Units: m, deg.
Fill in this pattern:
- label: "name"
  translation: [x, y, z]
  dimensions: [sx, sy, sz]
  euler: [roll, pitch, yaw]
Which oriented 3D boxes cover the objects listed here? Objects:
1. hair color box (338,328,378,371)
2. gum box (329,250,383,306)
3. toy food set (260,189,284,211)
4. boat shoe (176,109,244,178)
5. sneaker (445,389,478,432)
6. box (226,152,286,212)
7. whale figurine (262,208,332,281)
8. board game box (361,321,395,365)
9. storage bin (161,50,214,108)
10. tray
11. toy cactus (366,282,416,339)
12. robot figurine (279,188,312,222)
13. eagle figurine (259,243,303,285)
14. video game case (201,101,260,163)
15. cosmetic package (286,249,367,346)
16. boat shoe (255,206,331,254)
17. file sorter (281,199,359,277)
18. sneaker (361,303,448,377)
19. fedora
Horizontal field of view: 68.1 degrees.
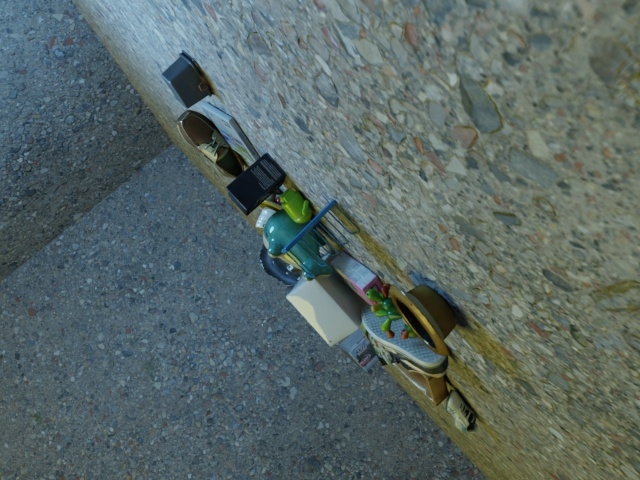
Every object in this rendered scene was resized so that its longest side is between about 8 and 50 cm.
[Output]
- label: "hair color box"
  translation: [0.206, 0.478, 2.183]
  dimensions: [0.113, 0.185, 0.374]
  euler: [48, 171, 3]
- label: "gum box"
  translation: [0.122, 0.122, 1.459]
  dimensions: [0.188, 0.062, 0.107]
  euler: [38, 167, 49]
- label: "toy food set"
  translation: [-0.151, -0.139, 1.662]
  dimensions: [0.128, 0.071, 0.218]
  euler: [23, 171, 3]
- label: "boat shoe"
  translation: [-0.381, -0.343, 1.731]
  dimensions: [0.120, 0.122, 0.324]
  euler: [32, 171, 42]
- label: "sneaker"
  translation: [0.515, 0.620, 1.719]
  dimensions: [0.086, 0.085, 0.237]
  euler: [3, 137, 39]
- label: "box"
  translation: [-0.194, -0.165, 1.426]
  dimensions: [0.093, 0.158, 0.156]
  euler: [48, 172, -3]
- label: "whale figurine"
  translation: [-0.063, 0.003, 1.478]
  dimensions: [0.272, 0.216, 0.141]
  euler: [52, 137, 34]
- label: "board game box"
  translation: [0.201, 0.328, 1.731]
  dimensions: [0.259, 0.030, 0.136]
  euler: [63, 156, 10]
- label: "storage bin"
  translation: [-0.369, -0.435, 1.315]
  dimensions: [0.098, 0.091, 0.135]
  euler: [43, 171, 27]
- label: "tray"
  translation: [0.302, 0.420, 1.791]
  dimensions: [0.411, 0.076, 0.203]
  euler: [40, 161, 46]
- label: "toy cactus"
  translation: [0.222, 0.196, 1.276]
  dimensions: [0.180, 0.112, 0.219]
  euler: [-2, 129, 54]
- label: "robot figurine"
  translation: [-0.070, -0.099, 1.410]
  dimensions: [0.115, 0.067, 0.101]
  euler: [52, 161, -23]
- label: "eagle figurine"
  translation: [-0.078, 0.090, 1.912]
  dimensions: [0.226, 0.225, 0.298]
  euler: [42, 165, -32]
- label: "video game case"
  translation: [-0.282, -0.342, 1.522]
  dimensions: [0.212, 0.023, 0.193]
  euler: [38, 166, 45]
- label: "cosmetic package"
  translation: [0.038, 0.188, 1.593]
  dimensions: [0.224, 0.138, 0.224]
  euler: [48, -151, -5]
- label: "boat shoe"
  translation: [-0.097, -0.011, 1.649]
  dimensions: [0.277, 0.096, 0.098]
  euler: [29, 171, 4]
- label: "file sorter"
  translation: [0.000, 0.000, 1.189]
  dimensions: [0.104, 0.170, 0.118]
  euler: [45, 171, -4]
- label: "sneaker"
  translation: [0.250, 0.305, 1.437]
  dimensions: [0.321, 0.126, 0.127]
  euler: [36, 160, 46]
- label: "fedora"
  translation: [0.235, 0.161, 1.043]
  dimensions: [0.194, 0.079, 0.194]
  euler: [53, 173, 10]
